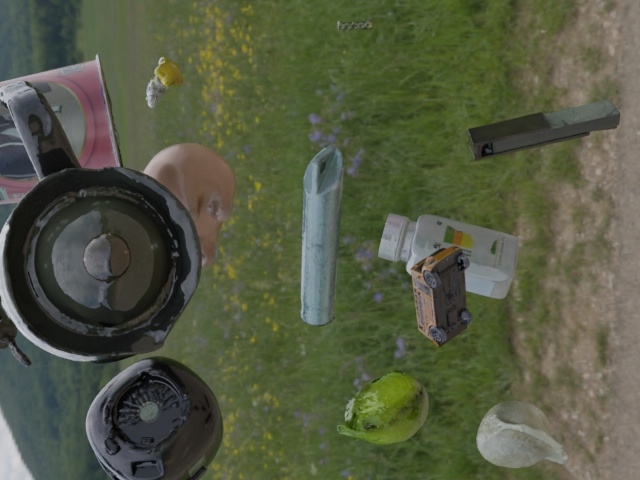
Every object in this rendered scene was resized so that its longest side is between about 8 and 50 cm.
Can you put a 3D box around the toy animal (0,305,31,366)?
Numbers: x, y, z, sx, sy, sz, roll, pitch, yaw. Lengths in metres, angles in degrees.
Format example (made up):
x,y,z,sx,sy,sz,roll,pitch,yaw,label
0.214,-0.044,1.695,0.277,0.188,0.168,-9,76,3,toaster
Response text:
x,y,z,sx,sy,sz,roll,pitch,yaw,label
-0.618,0.137,1.323,0.233,0.084,0.148,44,-165,13,toy animal

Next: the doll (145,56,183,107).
x,y,z,sx,sy,sz,roll,pitch,yaw,label
-0.373,-0.371,1.702,0.113,0.071,0.135,-53,24,9,doll

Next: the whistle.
x,y,z,sx,sy,sz,roll,pitch,yaw,label
0.000,0.000,1.130,0.062,0.062,0.312,-113,21,-52,whistle

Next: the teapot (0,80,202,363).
x,y,z,sx,sy,sz,roll,pitch,yaw,label
-0.224,-0.014,0.749,0.285,0.223,0.305,172,100,-70,teapot

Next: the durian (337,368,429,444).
x,y,z,sx,sy,sz,roll,pitch,yaw,label
0.135,0.332,1.416,0.250,0.139,0.101,-36,-57,-59,durian

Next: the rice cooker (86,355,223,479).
x,y,z,sx,sy,sz,roll,pitch,yaw,label
-0.325,0.373,1.432,0.224,0.267,0.267,92,168,-61,rice cooker

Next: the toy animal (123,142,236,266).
x,y,z,sx,sy,sz,roll,pitch,yaw,label
-0.286,-0.062,1.371,0.326,0.237,0.269,-55,46,34,toy animal

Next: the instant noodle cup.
x,y,z,sx,sy,sz,roll,pitch,yaw,label
-0.438,-0.155,1.100,0.244,0.255,0.243,170,90,-77,instant noodle cup

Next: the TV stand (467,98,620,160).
x,y,z,sx,sy,sz,roll,pitch,yaw,label
0.393,-0.197,1.279,0.049,0.257,0.040,-99,-6,-47,TV stand

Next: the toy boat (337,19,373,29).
x,y,z,sx,sy,sz,roll,pitch,yaw,label
0.064,-0.388,1.302,0.115,0.063,0.016,-72,-20,-74,toy boat

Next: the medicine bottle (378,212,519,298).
x,y,z,sx,sy,sz,roll,pitch,yaw,label
0.285,0.024,1.615,0.111,0.296,0.161,94,-165,-45,medicine bottle

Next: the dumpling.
x,y,z,sx,sy,sz,roll,pitch,yaw,label
0.380,0.371,1.348,0.215,0.166,0.126,98,-163,-49,dumpling

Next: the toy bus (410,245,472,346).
x,y,z,sx,sy,sz,roll,pitch,yaw,label
0.215,0.094,1.312,0.088,0.083,0.194,33,143,46,toy bus
